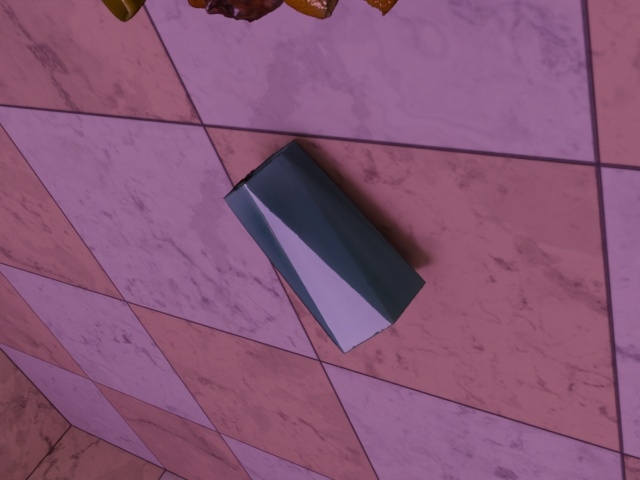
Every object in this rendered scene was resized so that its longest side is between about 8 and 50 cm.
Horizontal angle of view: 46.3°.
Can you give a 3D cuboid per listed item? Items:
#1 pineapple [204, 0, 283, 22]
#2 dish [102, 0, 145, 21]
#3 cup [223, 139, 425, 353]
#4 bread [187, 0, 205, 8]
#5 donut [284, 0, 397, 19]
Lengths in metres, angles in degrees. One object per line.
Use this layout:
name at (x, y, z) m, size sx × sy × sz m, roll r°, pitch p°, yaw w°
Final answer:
pineapple at (-0.122, -0.320, 0.568) m, size 0.310 × 0.170 × 0.141 m, roll 42°, pitch 163°, yaw -24°
dish at (-0.213, -0.304, 0.731) m, size 0.208 × 0.080 × 0.149 m, roll 49°, pitch 170°, yaw 19°
cup at (0.000, 0.000, 0.908) m, size 0.236 × 0.134 × 0.148 m, roll 52°, pitch 172°, yaw -8°
bread at (-0.114, -0.283, 0.709) m, size 0.074 × 0.053 × 0.132 m, roll 15°, pitch 143°, yaw 37°
donut at (0.008, -0.189, 0.503) m, size 0.108 × 0.043 × 0.097 m, roll 2°, pitch 152°, yaw 38°
